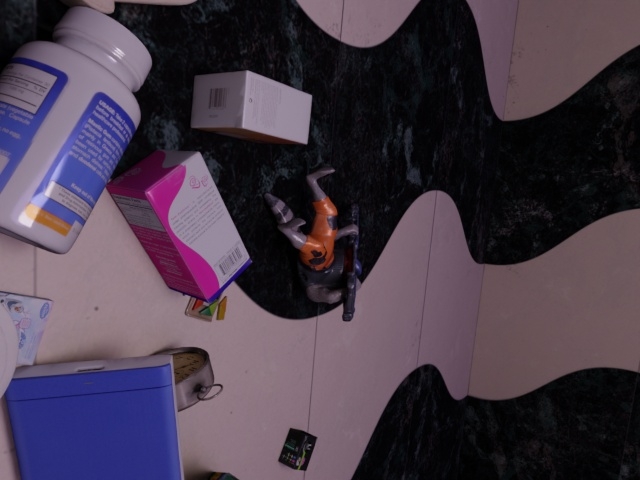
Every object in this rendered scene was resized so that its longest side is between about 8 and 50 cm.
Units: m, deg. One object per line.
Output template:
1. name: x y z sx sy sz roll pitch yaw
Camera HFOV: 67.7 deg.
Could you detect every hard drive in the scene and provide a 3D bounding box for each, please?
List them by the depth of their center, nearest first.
1. hard drive: -0.308 0.324 0.681 0.210 0.040 0.319 -3 105 -9

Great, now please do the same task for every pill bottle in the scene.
1. pill bottle: -0.314 -0.134 0.572 0.152 0.152 0.272 42 64 -50

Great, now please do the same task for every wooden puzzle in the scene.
1. wooden puzzle: -0.213 0.112 0.891 0.116 0.014 0.079 22 80 -54

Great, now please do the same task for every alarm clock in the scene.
1. alarm clock: -0.222 0.226 0.752 0.129 0.192 0.064 -26 109 -48

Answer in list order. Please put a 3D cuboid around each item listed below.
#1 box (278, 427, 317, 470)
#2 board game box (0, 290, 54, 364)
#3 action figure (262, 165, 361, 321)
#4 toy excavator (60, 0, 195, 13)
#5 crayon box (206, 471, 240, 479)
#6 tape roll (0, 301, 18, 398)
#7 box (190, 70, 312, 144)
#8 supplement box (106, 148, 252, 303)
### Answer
1. box: -0.055 0.516 1.177 0.062 0.052 0.083 40 65 -50
2. board game box: -0.407 0.113 0.617 0.090 0.020 0.090 26 77 -53
3. action figure: 0.000 0.000 1.086 0.341 0.178 0.330 -81 163 -49
4. toy excavator: -0.135 -0.480 0.709 0.433 0.222 0.445 14 96 -53
5. crayon box: -0.239 0.567 0.815 0.323 0.083 0.203 -55 -178 -31
6. tape roll: -0.422 0.087 0.402 0.246 0.169 0.246 -38 147 -30
7. box: -0.118 -0.227 0.838 0.170 0.130 0.091 0 98 -54
8. supplement box: -0.219 -0.023 0.765 0.111 0.114 0.220 -48 135 -35
